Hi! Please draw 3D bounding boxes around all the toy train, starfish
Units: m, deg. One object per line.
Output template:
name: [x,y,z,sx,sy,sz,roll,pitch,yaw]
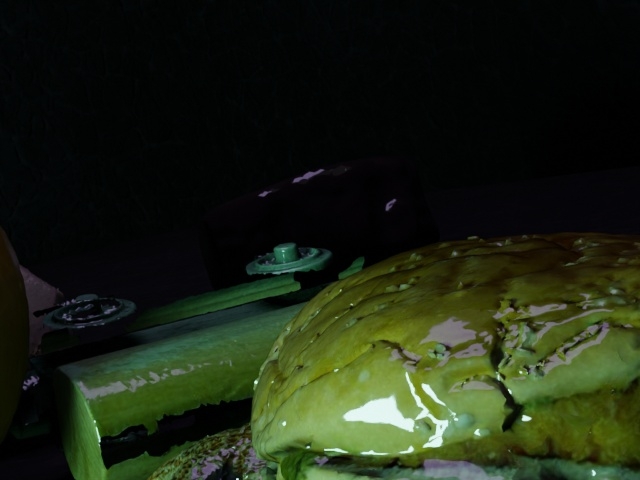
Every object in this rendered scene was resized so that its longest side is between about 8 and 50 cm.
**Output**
toy train: [-0.067,0.081,1.037,0.307,0.126,0.189,-13,5,-24]
starfish: [-0.036,0.137,0.840,0.208,0.053,0.176,-19,17,-14]

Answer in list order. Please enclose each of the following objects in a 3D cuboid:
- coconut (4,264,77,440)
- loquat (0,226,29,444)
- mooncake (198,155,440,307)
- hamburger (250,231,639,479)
coconut: [-0.282,0.091,1.238,0.171,0.171,0.183,-9,8,21]
loquat: [-0.341,0.037,0.912,0.328,0.359,0.328,7,23,-3]
mooncake: [0.000,0.000,1.737,0.283,0.141,0.283,-15,-4,-1]
hamburger: [0.097,0.065,0.735,0.265,0.134,0.285,-3,0,-9]
